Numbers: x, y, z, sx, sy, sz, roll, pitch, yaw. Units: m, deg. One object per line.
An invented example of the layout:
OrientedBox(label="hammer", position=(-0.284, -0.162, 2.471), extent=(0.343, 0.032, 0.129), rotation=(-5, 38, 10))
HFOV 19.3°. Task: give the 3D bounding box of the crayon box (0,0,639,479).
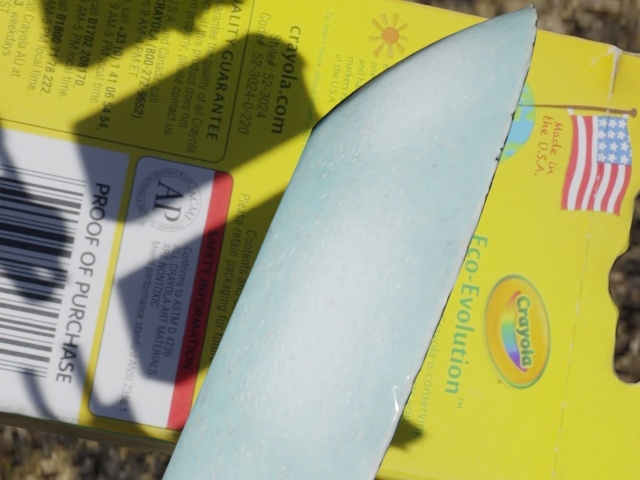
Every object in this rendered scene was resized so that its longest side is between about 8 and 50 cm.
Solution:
OrientedBox(label="crayon box", position=(0.000, 0.000, 0.797), extent=(0.318, 0.081, 0.202), rotation=(12, 79, -5))

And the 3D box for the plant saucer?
OrientedBox(label="plant saucer", position=(-0.006, 0.029, 0.433), extent=(0.037, 0.195, 0.195), rotation=(24, 49, -1))
